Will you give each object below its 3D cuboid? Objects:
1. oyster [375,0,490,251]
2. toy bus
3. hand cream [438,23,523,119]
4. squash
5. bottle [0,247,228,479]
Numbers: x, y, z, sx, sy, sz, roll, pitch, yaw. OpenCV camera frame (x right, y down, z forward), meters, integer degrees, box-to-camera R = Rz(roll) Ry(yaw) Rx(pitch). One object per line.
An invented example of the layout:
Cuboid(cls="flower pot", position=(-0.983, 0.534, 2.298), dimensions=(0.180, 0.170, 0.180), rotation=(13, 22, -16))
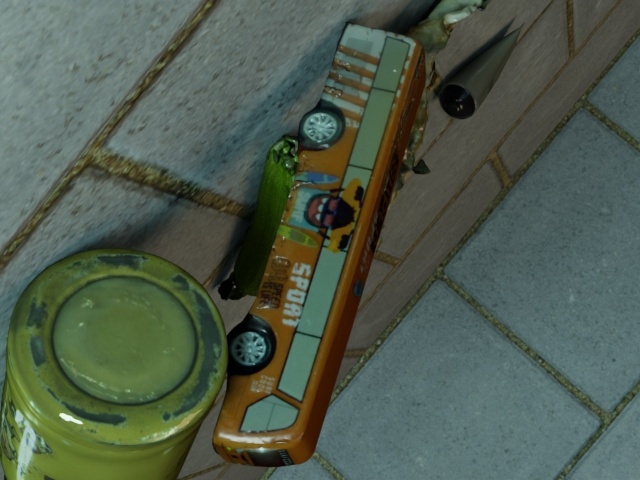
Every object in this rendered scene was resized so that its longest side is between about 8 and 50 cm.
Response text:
Cuboid(cls="oyster", position=(0.077, -0.132, 1.321), dimensions=(0.201, 0.107, 0.354), rotation=(111, 1, -63))
Cuboid(cls="toy bus", position=(0.000, 0.000, 1.108), dimensions=(0.093, 0.092, 0.408), rotation=(75, 31, -67))
Cuboid(cls="hand cream", position=(0.214, -0.220, 1.682), dimensions=(0.186, 0.054, 0.087), rotation=(-48, 174, -42))
Cuboid(cls="squash", position=(-0.041, -0.022, 1.317), dimensions=(0.318, 0.080, 0.071), rotation=(115, -16, -55))
Cuboid(cls="bottle", position=(-0.200, 0.165, 1.100), dimensions=(0.171, 0.171, 0.351), rotation=(-41, 168, -35))
